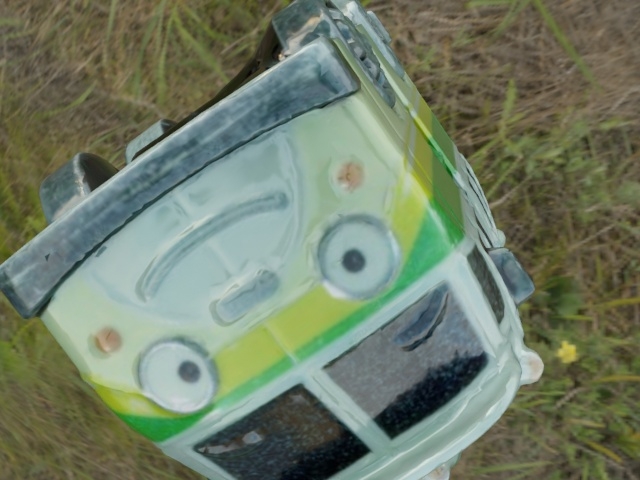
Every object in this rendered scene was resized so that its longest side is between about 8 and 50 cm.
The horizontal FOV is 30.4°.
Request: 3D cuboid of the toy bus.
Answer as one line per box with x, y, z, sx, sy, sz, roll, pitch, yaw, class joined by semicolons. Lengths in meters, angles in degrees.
0.000;0.000;0.470;0.134;0.276;0.164;-34;98;12;toy bus
